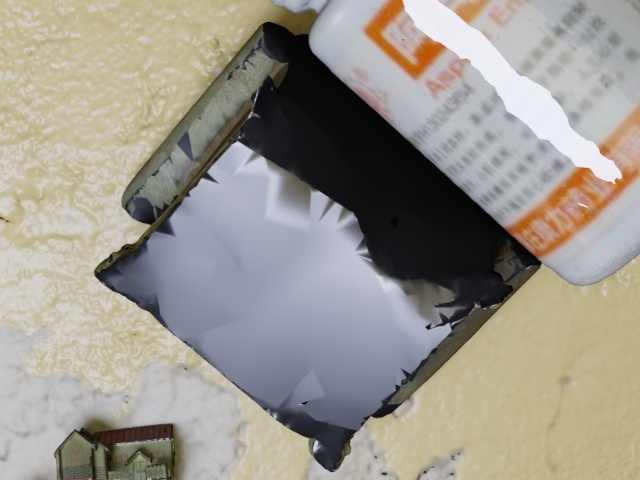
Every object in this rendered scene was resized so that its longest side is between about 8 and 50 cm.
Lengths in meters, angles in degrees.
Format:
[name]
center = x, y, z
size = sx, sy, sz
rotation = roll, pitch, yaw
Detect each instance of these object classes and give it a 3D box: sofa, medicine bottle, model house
[sofa]
center = 0.000, 0.000, 1.356
size = 0.258, 0.182, 0.200
rotation = 39, 111, -6
[medicine bottle]
center = 0.109, -0.162, 1.290
size = 0.371, 0.211, 0.211
rotation = 42, 93, -2
[model house]
center = -0.148, 0.158, 1.399
size = 0.083, 0.057, 0.058
rotation = -6, 58, 0
